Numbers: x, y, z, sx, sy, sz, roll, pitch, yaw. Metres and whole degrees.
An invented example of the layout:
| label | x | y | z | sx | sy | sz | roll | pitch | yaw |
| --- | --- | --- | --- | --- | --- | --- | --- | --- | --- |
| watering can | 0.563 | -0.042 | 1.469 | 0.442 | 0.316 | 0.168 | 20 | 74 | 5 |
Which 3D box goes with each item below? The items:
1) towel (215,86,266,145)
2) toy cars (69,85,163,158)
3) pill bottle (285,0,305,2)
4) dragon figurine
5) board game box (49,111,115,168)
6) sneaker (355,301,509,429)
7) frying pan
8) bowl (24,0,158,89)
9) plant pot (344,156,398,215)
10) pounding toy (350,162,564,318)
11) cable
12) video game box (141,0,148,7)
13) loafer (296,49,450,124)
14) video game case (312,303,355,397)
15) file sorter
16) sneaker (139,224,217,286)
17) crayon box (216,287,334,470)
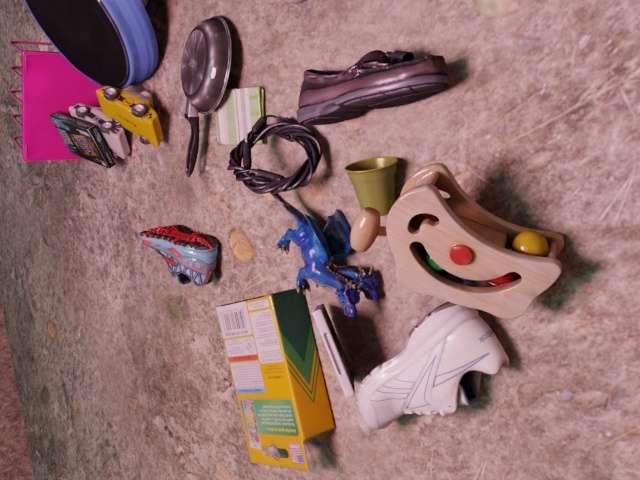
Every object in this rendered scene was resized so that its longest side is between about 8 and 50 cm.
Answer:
| label | x | y | z | sx | sy | sz | roll | pitch | yaw |
| --- | --- | --- | --- | --- | --- | --- | --- | --- | --- |
| towel | -0.158 | -0.245 | 1.285 | 0.152 | 0.023 | 0.113 | 10 | 108 | 46 |
| toy cars | -0.493 | -0.302 | 1.607 | 0.394 | 0.087 | 0.176 | -3 | 127 | 52 |
| pill bottle | 0.012 | -0.453 | 0.950 | 0.229 | 0.131 | 0.131 | -12 | 89 | 50 |
| dragon figurine | 0.000 | 0.000 | 1.098 | 0.144 | 0.085 | 0.289 | -35 | 72 | 47 |
| board game box | -0.624 | -0.264 | 1.699 | 0.186 | 0.026 | 0.126 | 21 | 144 | 35 |
| sneaker | 0.153 | 0.210 | 0.954 | 0.129 | 0.111 | 0.297 | 52 | 134 | 21 |
| frying pan | -0.263 | -0.314 | 1.351 | 0.326 | 0.053 | 0.197 | -55 | 46 | 38 |
| bowl | -0.538 | -0.516 | 1.471 | 0.391 | 0.077 | 0.391 | 31 | 150 | 20 |
| plant pot | 0.084 | -0.080 | 0.997 | 0.083 | 0.083 | 0.079 | 9 | 117 | 48 |
| pounding toy | 0.176 | -0.024 | 0.844 | 0.270 | 0.155 | 0.154 | 16 | 126 | 14 |
| cable | -0.081 | -0.147 | 1.127 | 0.184 | 0.151 | 0.047 | 42 | 165 | 36 |
| video game box | -0.504 | -0.591 | 1.593 | 0.205 | 0.048 | 0.187 | -40 | 66 | 46 |
| loafer | 0.061 | -0.240 | 0.964 | 0.303 | 0.109 | 0.095 | -4 | 91 | 53 |
| video game case | 0.023 | 0.177 | 1.076 | 0.157 | 0.019 | 0.143 | 45 | -157 | -87 |
| file sorter | -0.738 | -0.389 | 1.795 | 0.182 | 0.202 | 0.290 | 36 | 124 | 43 |
| sneaker | -0.332 | 0.039 | 1.485 | 0.262 | 0.104 | 0.125 | 17 | 113 | 47 |
| crayon box | -0.087 | 0.266 | 1.262 | 0.203 | 0.083 | 0.322 | -17 | 84 | 50 |
